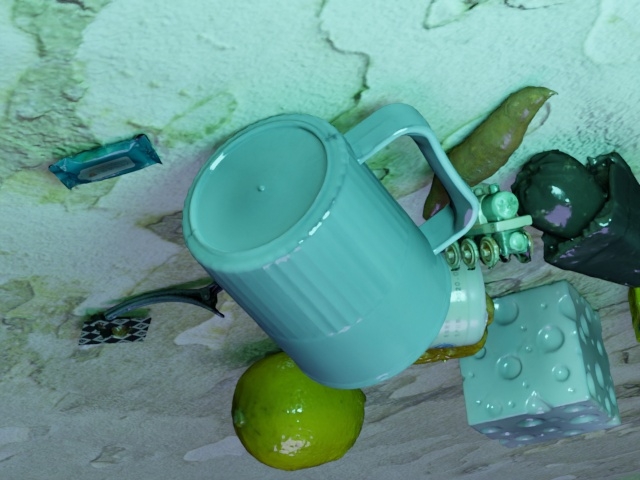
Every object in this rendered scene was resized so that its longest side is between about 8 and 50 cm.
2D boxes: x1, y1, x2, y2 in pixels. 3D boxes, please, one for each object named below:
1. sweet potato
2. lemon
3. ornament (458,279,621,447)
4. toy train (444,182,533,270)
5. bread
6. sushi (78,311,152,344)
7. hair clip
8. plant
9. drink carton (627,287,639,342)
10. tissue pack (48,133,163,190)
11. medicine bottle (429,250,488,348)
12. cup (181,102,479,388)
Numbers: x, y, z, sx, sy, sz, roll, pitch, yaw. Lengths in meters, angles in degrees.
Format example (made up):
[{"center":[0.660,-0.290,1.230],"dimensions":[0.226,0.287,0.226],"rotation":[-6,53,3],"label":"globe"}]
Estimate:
[{"center":[0.229,-0.123,1.525],"dimensions":[0.072,0.066,0.314],"rotation":[1,153,-31],"label":"sweet potato"},{"center":[-0.041,0.346,2.294],"dimensions":[0.319,0.245,0.245],"rotation":[0,157,-36],"label":"lemon"},{"center":[0.420,0.247,2.175],"dimensions":[0.239,0.240,0.239],"rotation":[-17,153,22],"label":"ornament"},{"center":[0.235,-0.021,1.619],"dimensions":[0.080,0.125,0.194],"rotation":[-13,-178,-22],"label":"toy train"},{"center":[0.207,0.153,2.065],"dimensions":[0.236,0.120,0.198],"rotation":[-12,159,16],"label":"bread"},{"center":[-0.379,0.157,2.060],"dimensions":[0.126,0.026,0.120],"rotation":[-2,153,-19],"label":"sushi"},{"center":[-0.272,0.109,1.954],"dimensions":[0.229,0.070,0.039],"rotation":[-6,161,19],"label":"hair clip"},{"center":[0.395,-0.035,1.613],"dimensions":[0.256,0.164,0.142],"rotation":[30,136,-16],"label":"plant"},{"center":[0.758,0.099,2.078],"dimensions":[0.351,0.111,0.154],"rotation":[-10,156,9],"label":"drink carton"},{"center":[-0.287,-0.106,1.493],"dimensions":[0.138,0.028,0.085],"rotation":[-13,159,5],"label":"tissue pack"},{"center":[0.120,0.101,1.872],"dimensions":[0.292,0.170,0.170],"rotation":[-3,156,-4],"label":"medicine bottle"},{"center":[0.025,0.008,1.468],"dimensions":[0.331,0.257,0.311],"rotation":[-13,142,26],"label":"cup"}]
